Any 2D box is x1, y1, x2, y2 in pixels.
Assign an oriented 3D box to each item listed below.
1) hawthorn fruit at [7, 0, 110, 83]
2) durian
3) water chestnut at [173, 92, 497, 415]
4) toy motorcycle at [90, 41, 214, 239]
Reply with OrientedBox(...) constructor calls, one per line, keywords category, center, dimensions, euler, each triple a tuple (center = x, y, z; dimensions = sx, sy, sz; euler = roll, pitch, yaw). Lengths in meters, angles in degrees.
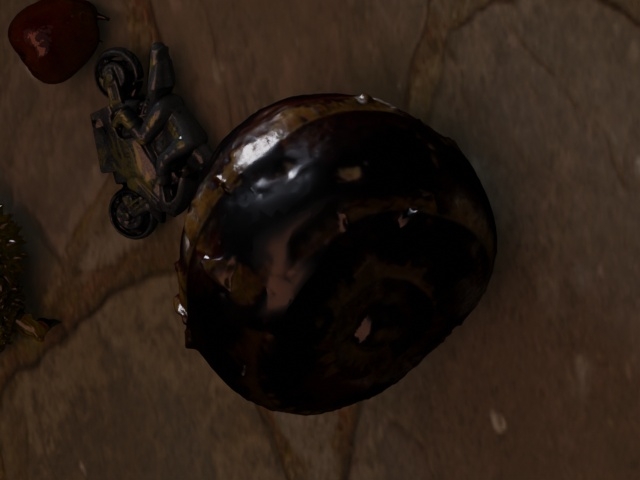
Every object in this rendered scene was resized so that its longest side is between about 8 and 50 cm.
OrientedBox(category="hawthorn fruit", center=(-0.252, -0.201, 1.676), dimensions=(0.093, 0.081, 0.081), euler=(-35, 86, -5))
OrientedBox(category="durian", center=(-0.386, 0.035, 1.739), dimensions=(0.237, 0.138, 0.193), euler=(34, 111, 12))
OrientedBox(category="water chestnut", center=(0.000, 0.000, 1.530), dimensions=(0.300, 0.300, 0.300), euler=(4, 102, 21))
OrientedBox(category="toy motorcycle", center=(-0.159, -0.095, 1.662), dimensions=(0.124, 0.061, 0.193), euler=(0, 103, 23))
